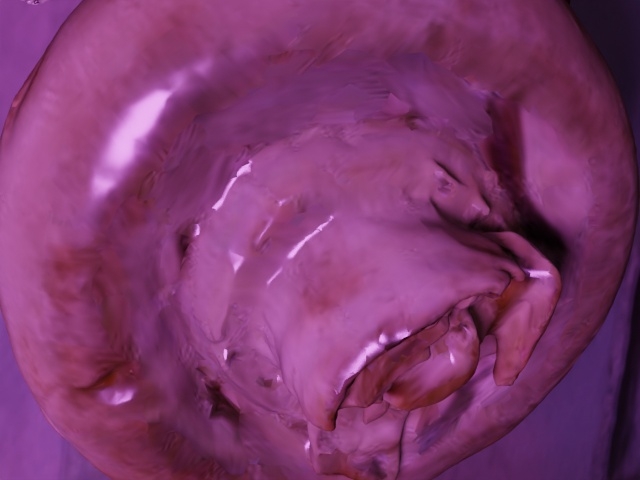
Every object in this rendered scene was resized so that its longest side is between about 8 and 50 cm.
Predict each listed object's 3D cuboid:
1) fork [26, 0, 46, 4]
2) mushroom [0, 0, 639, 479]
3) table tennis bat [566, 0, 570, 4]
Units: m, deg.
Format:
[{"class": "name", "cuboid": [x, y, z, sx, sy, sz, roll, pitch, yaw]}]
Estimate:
[{"class": "fork", "cuboid": [-0.067, -0.186, 0.597, 0.028, 0.034, 0.219, 9, 96, -20]}, {"class": "mushroom", "cuboid": [0.000, 0.000, 0.601, 0.226, 0.178, 0.226, -6, 126, -9]}, {"class": "table tennis bat", "cuboid": [0.042, -0.077, 0.735, 0.200, 0.038, 0.310, -30, 123, -33]}]
